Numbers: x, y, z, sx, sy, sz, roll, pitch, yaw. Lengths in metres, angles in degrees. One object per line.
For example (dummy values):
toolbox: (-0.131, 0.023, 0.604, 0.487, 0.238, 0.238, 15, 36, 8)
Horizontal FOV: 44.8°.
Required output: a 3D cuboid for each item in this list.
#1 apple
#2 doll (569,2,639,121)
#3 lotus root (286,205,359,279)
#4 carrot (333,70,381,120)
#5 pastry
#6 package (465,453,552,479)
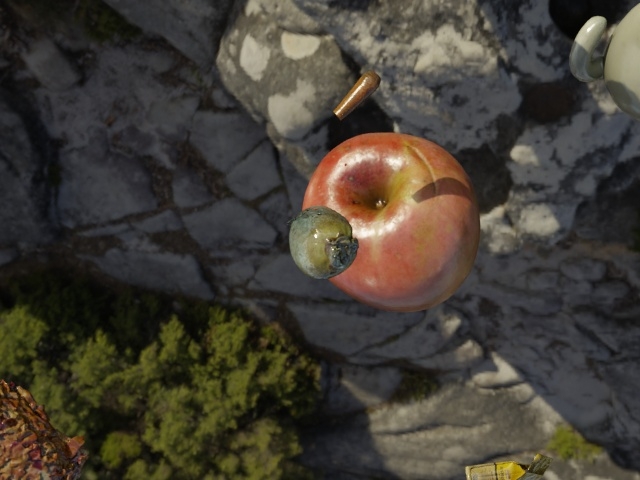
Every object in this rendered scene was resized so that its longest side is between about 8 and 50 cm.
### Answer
apple: (0.151, -0.029, 1.584, 0.364, 0.364, 0.364, 8, 137, 7)
doll: (0.598, -0.240, 1.194, 0.370, 0.226, 0.215, 42, 162, 33)
lotus root: (-0.003, -0.001, 0.980, 0.088, 0.165, 0.088, -3, 103, -12)
carrot: (0.059, -0.230, 1.229, 0.093, 0.032, 0.032, -46, 119, 1)
pastry: (-0.315, 0.203, 0.780, 0.169, 0.063, 0.087, 43, 96, -12)
package: (0.308, 0.381, 1.261, 0.131, 0.047, 0.071, -17, 151, 29)
